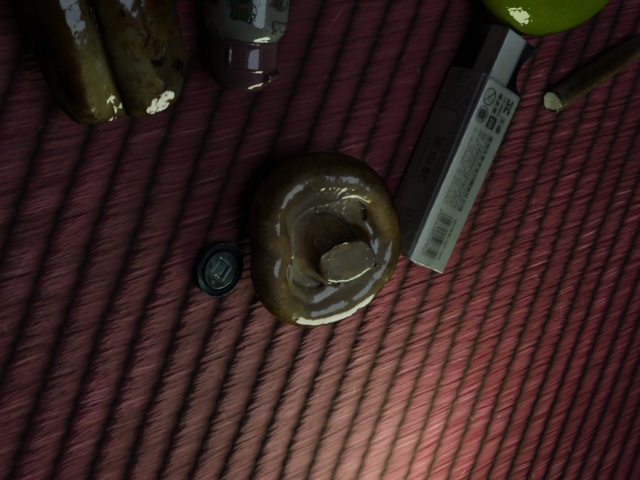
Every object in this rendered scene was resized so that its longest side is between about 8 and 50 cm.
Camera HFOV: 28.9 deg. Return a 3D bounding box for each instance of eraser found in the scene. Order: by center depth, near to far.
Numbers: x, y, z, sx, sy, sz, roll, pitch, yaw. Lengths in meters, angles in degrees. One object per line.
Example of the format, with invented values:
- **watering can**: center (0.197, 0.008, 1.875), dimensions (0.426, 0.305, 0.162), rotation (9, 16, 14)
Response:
- **eraser**: center (0.223, -0.154, 2.038), dimensions (0.098, 0.096, 0.404), rotation (24, 89, -43)

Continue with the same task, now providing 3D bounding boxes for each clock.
- **clock**: center (-0.151, 0.042, 1.832), dimensions (0.085, 0.017, 0.085), rotation (-17, 116, -37)

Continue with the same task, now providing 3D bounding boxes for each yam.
- **yam**: center (0.508, -0.309, 2.268), dimensions (0.264, 0.046, 0.046), rotation (-33, 125, -27)

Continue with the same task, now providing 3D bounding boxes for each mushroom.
- **mushroom**: center (0.000, 0.000, 1.865), dimensions (0.278, 0.146, 0.278), rotation (-13, 117, -27)

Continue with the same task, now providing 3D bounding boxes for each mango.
- **mango**: center (0.378, -0.422, 2.018), dimensions (0.273, 0.149, 0.185), rotation (-5, 126, -27)

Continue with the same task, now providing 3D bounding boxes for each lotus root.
- **lotus root**: center (-0.265, -0.274, 1.500), dimensions (0.193, 0.193, 0.291), rotation (-35, 127, -27)

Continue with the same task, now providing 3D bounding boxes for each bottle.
- **bottle**: center (-0.100, -0.326, 1.667), dimensions (0.120, 0.120, 0.253), rotation (-9, 113, -40)
